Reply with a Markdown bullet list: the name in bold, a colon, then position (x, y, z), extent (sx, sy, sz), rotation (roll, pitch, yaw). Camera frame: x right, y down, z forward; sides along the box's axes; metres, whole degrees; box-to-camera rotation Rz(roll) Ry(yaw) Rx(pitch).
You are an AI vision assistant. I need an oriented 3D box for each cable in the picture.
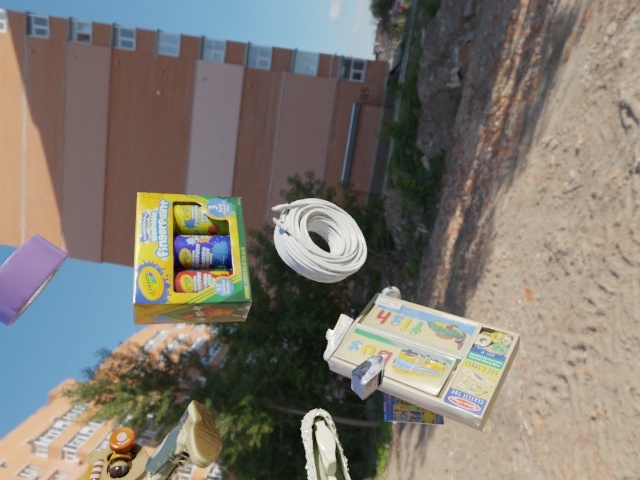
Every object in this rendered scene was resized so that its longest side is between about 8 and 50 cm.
- **cable**: position (0.000, 0.000, 1.337), extent (0.257, 0.257, 0.089), rotation (-22, -20, -45)

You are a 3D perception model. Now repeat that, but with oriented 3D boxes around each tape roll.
- **tape roll**: position (-0.634, 0.084, 1.044), extent (0.189, 0.080, 0.189), rotation (-46, 18, 19)

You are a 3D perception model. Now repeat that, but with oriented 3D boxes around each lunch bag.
- **lunch bag**: position (0.111, 0.295, 1.066), extent (0.083, 0.053, 0.071), rotation (-31, -39, -28)

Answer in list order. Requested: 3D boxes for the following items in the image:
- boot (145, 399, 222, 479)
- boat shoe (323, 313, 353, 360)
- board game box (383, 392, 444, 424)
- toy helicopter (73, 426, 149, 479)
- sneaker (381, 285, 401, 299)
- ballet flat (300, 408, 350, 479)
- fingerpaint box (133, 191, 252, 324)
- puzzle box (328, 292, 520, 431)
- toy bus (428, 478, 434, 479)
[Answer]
- **boot**: position (-0.364, 0.562, 1.281), extent (0.203, 0.095, 0.262), rotation (-50, 23, -5)
- **boat shoe**: position (0.028, 0.190, 0.970), extent (0.100, 0.035, 0.035), rotation (-57, -12, -21)
- **board game box**: position (0.264, 0.442, 1.376), extent (0.035, 0.201, 0.136), rotation (-27, 53, 50)
- **toy helicopter**: position (-0.717, 0.779, 1.551), extent (0.235, 0.355, 0.140), rotation (42, 137, 39)
- **sneaker**: position (0.263, 0.255, 1.783), extent (0.083, 0.071, 0.191), rotation (-86, -11, -58)
- **ballet flat**: position (0.025, 0.707, 1.474), extent (0.147, 0.147, 0.409), rotation (92, 162, -58)
- **fingerpaint box**: position (-0.451, 0.054, 1.705), extent (0.163, 0.371, 0.445), rotation (116, 149, -51)
- **puzzle box**: position (0.253, 0.282, 1.232), extent (0.272, 0.408, 0.052), rotation (-46, -45, -38)
- **toy bus**: position (0.240, 0.574, 0.939), extent (0.202, 0.104, 0.191), rotation (-44, 35, 26)
